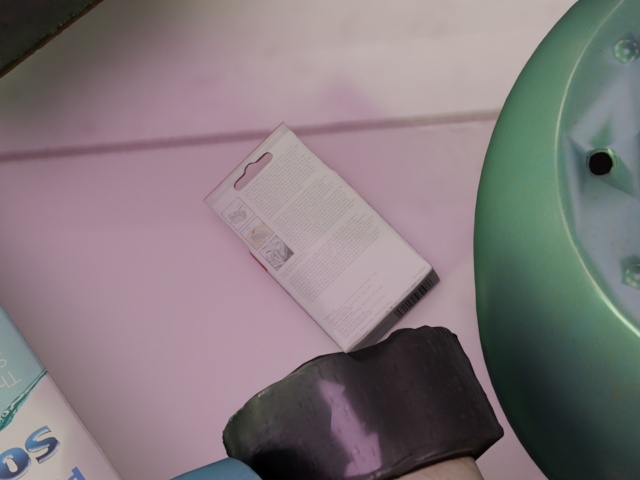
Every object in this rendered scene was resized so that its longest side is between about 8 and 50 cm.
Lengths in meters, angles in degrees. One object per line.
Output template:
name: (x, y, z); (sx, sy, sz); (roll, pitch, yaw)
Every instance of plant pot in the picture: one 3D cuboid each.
plant pot: (0.200, -0.006, 0.738); (0.293, 0.235, 0.293); (-3, 75, 11)

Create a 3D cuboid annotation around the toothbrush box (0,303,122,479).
toothbrush box: (-0.254, 0.084, 0.851); (0.216, 0.126, 0.295); (-35, 71, -12)

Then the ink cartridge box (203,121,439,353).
ink cartridge box: (0.000, 0.000, 0.888); (0.063, 0.029, 0.115); (-44, 71, -1)

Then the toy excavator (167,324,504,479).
toy excavator: (-0.135, 0.255, 0.733); (0.445, 0.433, 0.222); (-17, 71, -22)

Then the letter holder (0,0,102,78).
letter holder: (-0.126, -0.225, 0.924); (0.302, 0.214, 0.152); (-37, 104, 0)
